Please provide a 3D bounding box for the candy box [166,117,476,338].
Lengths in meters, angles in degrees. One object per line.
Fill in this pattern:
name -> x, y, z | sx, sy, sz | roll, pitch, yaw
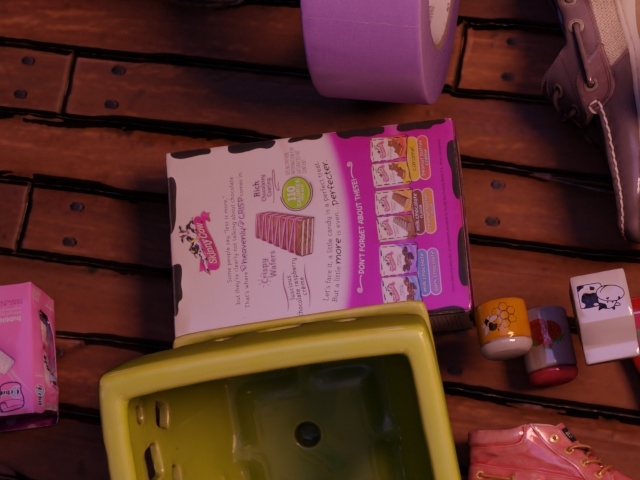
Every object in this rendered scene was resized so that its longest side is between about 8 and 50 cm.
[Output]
candy box -> 0.000, 0.000, 1.276 | 0.233, 0.071, 0.159 | -6, 73, 7

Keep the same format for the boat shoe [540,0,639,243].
boat shoe -> 0.220, -0.125, 1.265 | 0.092, 0.103, 0.285 | -9, 69, 12

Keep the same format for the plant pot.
plant pot -> -0.010, 0.162, 1.137 | 0.227, 0.207, 0.228 | -9, 98, 8

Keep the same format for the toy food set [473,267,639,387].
toy food set -> 0.236, 0.084, 1.189 | 0.232, 0.111, 0.105 | -11, 72, 4

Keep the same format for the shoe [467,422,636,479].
shoe -> 0.195, 0.176, 1.194 | 0.178, 0.063, 0.081 | -3, 78, 13

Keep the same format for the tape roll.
tape roll -> 0.055, -0.244, 1.232 | 0.090, 0.275, 0.275 | 6, 75, 10

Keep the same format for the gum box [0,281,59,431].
gum box -> -0.302, 0.101, 1.301 | 0.188, 0.062, 0.107 | -8, 73, 8
